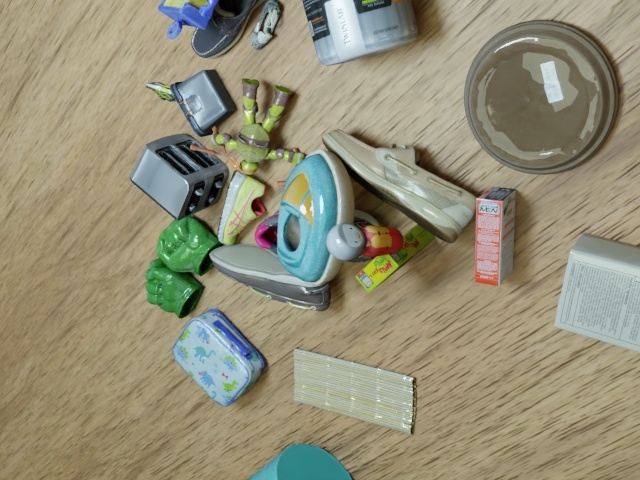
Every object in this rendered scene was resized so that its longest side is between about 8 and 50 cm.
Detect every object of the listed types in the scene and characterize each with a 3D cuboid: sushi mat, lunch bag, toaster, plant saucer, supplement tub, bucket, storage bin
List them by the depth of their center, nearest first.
[{"bbox_3d":[0.382,-0.248,1.379,0.278,0.041,0.278,12,115,28],"label":"plant saucer"},{"bbox_3d":[0.051,-0.491,1.403,0.193,0.193,0.316,-9,103,33],"label":"supplement tub"},{"bbox_3d":[-0.258,-0.313,1.722,0.091,0.098,0.135,-30,91,25],"label":"storage bin"},{"bbox_3d":[-0.324,-0.151,1.773,0.186,0.168,0.110,39,120,12],"label":"toaster"},{"bbox_3d":[0.074,0.349,1.803,0.316,0.019,0.151,9,111,29],"label":"sushi mat"},{"bbox_3d":[-0.053,0.635,1.840,0.281,0.281,0.183,45,120,10],"label":"bucket"},{"bbox_3d":[-0.252,0.291,1.935,0.219,0.090,0.176,43,125,11],"label":"lunch bag"}]

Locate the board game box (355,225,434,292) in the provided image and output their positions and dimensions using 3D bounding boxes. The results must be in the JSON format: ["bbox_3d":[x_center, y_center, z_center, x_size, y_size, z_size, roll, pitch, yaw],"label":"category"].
[{"bbox_3d":[0.151,0.032,1.540,0.043,0.181,0.092,50,125,6],"label":"board game box"}]

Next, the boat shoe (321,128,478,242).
[{"bbox_3d":[0.155,-0.131,1.535,0.341,0.121,0.110,37,87,15],"label":"boat shoe"}]

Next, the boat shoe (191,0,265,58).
[{"bbox_3d":[-0.191,-0.486,1.611,0.285,0.092,0.103,-36,85,34],"label":"boat shoe"}]

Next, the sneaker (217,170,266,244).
[{"bbox_3d":[-0.178,-0.061,1.772,0.094,0.081,0.208,15,133,-6],"label":"sneaker"}]

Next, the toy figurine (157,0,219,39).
[{"bbox_3d":[-0.285,-0.507,1.517,0.362,0.191,0.217,25,97,47],"label":"toy figurine"}]

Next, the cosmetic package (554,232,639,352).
[{"bbox_3d":[0.584,0.109,1.349,0.309,0.113,0.160,17,116,25],"label":"cosmetic package"}]

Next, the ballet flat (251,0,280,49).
[{"bbox_3d":[-0.113,-0.442,1.609,0.041,0.041,0.114,35,121,16],"label":"ballet flat"}]

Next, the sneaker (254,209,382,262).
[{"bbox_3d":[0.000,0.000,1.663,0.299,0.112,0.121,3,109,30],"label":"sneaker"}]

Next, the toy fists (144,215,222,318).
[{"bbox_3d":[-0.353,0.063,1.911,0.142,0.096,0.279,37,124,16],"label":"toy fists"}]

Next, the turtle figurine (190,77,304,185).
[{"bbox_3d":[-0.150,-0.231,1.663,0.269,0.087,0.217,18,113,10],"label":"turtle figurine"}]

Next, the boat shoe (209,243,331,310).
[{"bbox_3d":[-0.117,0.083,1.765,0.324,0.116,0.096,11,122,31],"label":"boat shoe"}]

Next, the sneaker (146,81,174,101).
[{"bbox_3d":[-0.374,-0.347,1.811,0.083,0.031,0.035,21,118,24],"label":"sneaker"}]

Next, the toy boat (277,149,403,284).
[{"bbox_3d":[0.009,-0.031,1.465,0.318,0.148,0.267,23,111,53],"label":"toy boat"}]

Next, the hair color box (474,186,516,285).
[{"bbox_3d":[0.331,-0.009,1.470,0.053,0.093,0.167,9,111,28],"label":"hair color box"}]
